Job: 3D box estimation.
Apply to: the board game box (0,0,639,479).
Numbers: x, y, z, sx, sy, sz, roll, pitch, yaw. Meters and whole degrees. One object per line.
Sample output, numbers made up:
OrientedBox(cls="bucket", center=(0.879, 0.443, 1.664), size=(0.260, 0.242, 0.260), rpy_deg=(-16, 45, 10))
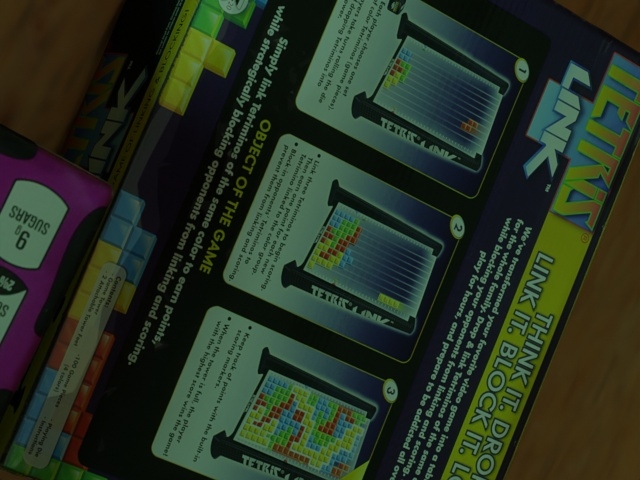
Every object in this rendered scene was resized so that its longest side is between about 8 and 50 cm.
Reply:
OrientedBox(cls="board game box", center=(0.000, 0.000, 0.516), size=(0.141, 0.048, 0.170), rpy_deg=(27, 83, -30))

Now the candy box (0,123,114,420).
OrientedBox(cls="candy box", center=(-0.170, 0.054, 0.419), size=(0.159, 0.071, 0.233), rpy_deg=(29, 83, -28))
